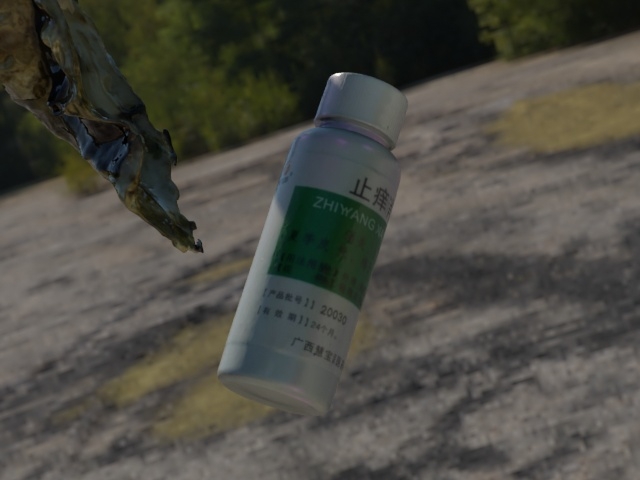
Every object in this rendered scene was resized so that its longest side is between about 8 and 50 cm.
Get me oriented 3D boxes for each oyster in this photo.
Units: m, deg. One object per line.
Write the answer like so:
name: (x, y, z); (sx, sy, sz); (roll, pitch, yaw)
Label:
oyster: (-0.169, -0.113, 0.989); (0.094, 0.294, 0.166); (-27, -15, -6)

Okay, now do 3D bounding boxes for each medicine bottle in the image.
medicine bottle: (0.000, 0.000, 1.168); (0.095, 0.260, 0.095); (15, -15, 4)
